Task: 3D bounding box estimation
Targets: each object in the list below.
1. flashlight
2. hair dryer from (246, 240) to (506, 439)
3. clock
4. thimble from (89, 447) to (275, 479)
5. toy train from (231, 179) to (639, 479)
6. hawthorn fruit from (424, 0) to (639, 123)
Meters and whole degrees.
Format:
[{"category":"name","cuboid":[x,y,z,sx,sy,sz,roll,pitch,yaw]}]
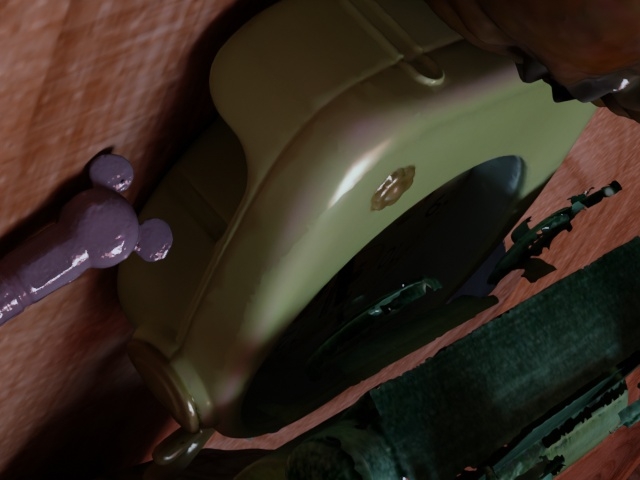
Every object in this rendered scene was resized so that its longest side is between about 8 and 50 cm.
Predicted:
[{"category":"flashlight","cuboid":[-0.118,0.011,0.734,0.110,0.052,0.031,-34,-163,-10]},{"category":"hair dryer","cuboid":[0.015,0.062,1.100,0.124,0.071,0.219,-20,158,-52]},{"category":"clock","cuboid":[0.000,0.000,0.859,0.235,0.096,0.308,-26,156,-47]},{"category":"thimble","cuboid":[-0.069,0.252,0.968,0.195,0.291,0.291,-9,142,-54]},{"category":"toy train","cuboid":[0.065,0.080,0.864,0.189,0.126,0.307,-37,173,39]},{"category":"hawthorn fruit","cuboid":[0.149,-0.166,0.683,0.251,0.199,0.199,-60,160,10]}]
